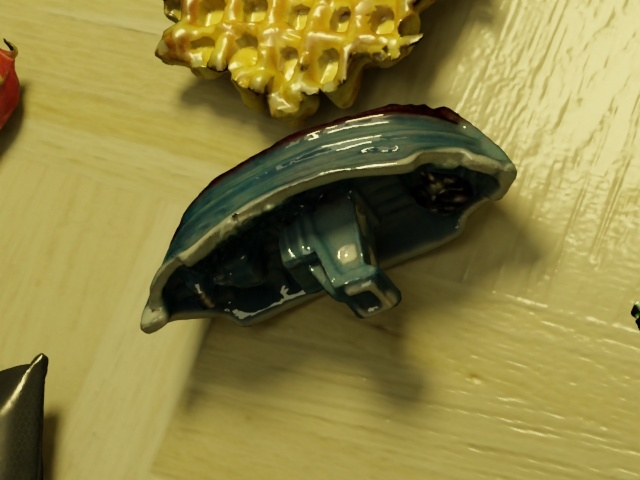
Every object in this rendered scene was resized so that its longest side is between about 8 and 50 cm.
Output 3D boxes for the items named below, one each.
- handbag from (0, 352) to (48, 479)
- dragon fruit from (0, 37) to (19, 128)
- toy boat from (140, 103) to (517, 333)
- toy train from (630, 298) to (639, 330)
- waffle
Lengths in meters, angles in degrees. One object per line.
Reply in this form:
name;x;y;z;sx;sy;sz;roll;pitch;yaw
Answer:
handbag;-0.310;0.227;1.193;0.211;0.089;0.254;-11;68;20
dragon fruit;-0.312;-0.130;1.353;0.081;0.086;0.116;2;74;-13
toy boat;0.000;0.000;1.107;0.309;0.129;0.142;-23;47;16
toy train;0.275;0.062;0.992;0.138;0.050;0.087;34;83;33
waffle;0.007;-0.246;1.251;0.329;0.062;0.329;-12;61;22
